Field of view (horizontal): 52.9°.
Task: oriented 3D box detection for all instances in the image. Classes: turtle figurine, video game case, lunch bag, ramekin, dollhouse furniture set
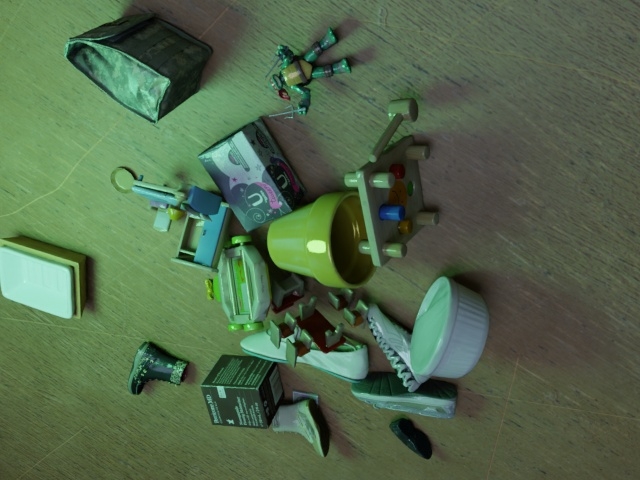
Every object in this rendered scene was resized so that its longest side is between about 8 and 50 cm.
[{"bbox_3d":[-0.051,-0.413,1.577,0.234,0.118,0.175,-26,122,12],"label":"turtle figurine"},{"bbox_3d":[-0.050,0.557,2.149,0.087,0.011,0.122,9,119,13],"label":"video game case"},{"bbox_3d":[-0.459,-0.459,1.613,0.287,0.235,0.169,30,127,0],"label":"lunch bag"},{"bbox_3d":[0.347,0.240,1.717,0.127,0.273,0.272,17,121,-6],"label":"ramekin"},{"bbox_3d":[-0.036,0.222,1.846,0.259,0.262,0.135,44,144,33],"label":"dollhouse furniture set"},{"bbox_3d":[-0.416,-0.051,1.723,0.286,0.303,0.198,13,85,20],"label":"dollhouse furniture set"}]

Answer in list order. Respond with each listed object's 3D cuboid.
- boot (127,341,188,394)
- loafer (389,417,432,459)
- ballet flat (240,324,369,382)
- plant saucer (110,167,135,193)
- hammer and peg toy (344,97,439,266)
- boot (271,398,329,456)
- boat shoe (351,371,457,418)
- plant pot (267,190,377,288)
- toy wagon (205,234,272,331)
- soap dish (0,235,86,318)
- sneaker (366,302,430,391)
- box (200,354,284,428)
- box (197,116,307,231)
[{"bbox_3d":[-0.564,0.474,2.230,0.179,0.085,0.236,22,121,3],"label":"boot"},{"bbox_3d":[0.291,0.635,2.061,0.170,0.062,0.061,50,142,-7],"label":"loafer"},{"bbox_3d":[-0.041,0.319,1.969,0.400,0.139,0.139,14,120,6],"label":"ballet flat"},{"bbox_3d":[-0.591,-0.181,1.932,0.083,0.015,0.083,8,120,14],"label":"plant saucer"},{"bbox_3d":[0.165,-0.146,1.565,0.127,0.266,0.361,6,121,36],"label":"hammer and peg toy"},{"bbox_3d":[-0.069,0.630,2.143,0.165,0.077,0.213,-13,107,23],"label":"boot"},{"bbox_3d":[0.251,0.479,1.953,0.320,0.118,0.103,3,115,8],"label":"boat shoe"},{"bbox_3d":[0.000,0.000,1.718,0.239,0.254,0.254,-2,117,37],"label":"plant pot"},{"bbox_3d":[-0.248,0.130,1.890,0.344,0.068,0.267,-13,84,59],"label":"toy wagon"},{"bbox_3d":[-0.912,0.118,2.133,0.291,0.118,0.229,16,121,9],"label":"soap dish"},{"bbox_3d":[0.230,0.296,1.881,0.118,0.110,0.292,-32,98,3],"label":"sneaker"},{"bbox_3d":[-0.248,0.489,2.085,0.203,0.167,0.168,-2,116,19],"label":"box"},{"bbox_3d":[-0.178,-0.176,1.727,0.163,0.142,0.247,-24,108,27],"label":"box"}]
